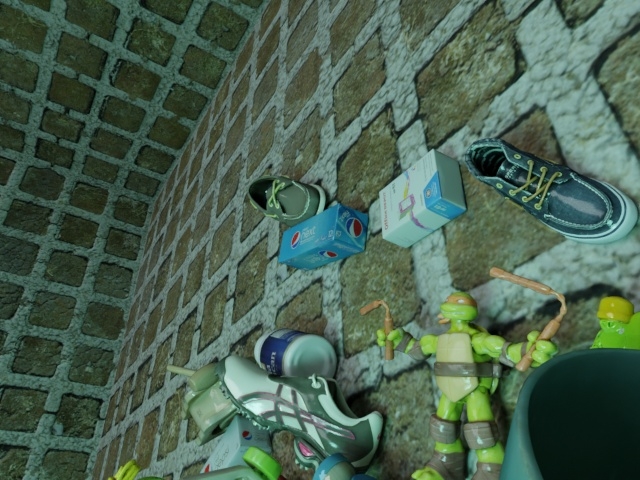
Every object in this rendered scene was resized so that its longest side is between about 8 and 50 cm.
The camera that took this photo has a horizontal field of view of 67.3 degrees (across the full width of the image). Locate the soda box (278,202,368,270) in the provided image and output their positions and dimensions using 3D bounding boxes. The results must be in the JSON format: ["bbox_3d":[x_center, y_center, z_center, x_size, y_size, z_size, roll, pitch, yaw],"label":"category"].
[{"bbox_3d":[0.000,0.000,0.905,0.210,0.067,0.071,-23,53,55],"label":"soda box"}]

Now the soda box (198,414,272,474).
[{"bbox_3d":[-0.176,0.444,0.940,0.216,0.069,0.074,-58,29,21],"label":"soda box"}]

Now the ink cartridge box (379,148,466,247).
[{"bbox_3d":[0.143,-0.057,0.696,0.122,0.052,0.088,-40,40,46],"label":"ink cartridge box"}]

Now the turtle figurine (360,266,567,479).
[{"bbox_3d":[0.144,0.149,0.524,0.270,0.087,0.217,-12,69,49],"label":"turtle figurine"}]

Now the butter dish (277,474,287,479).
[{"bbox_3d":[-0.091,0.421,0.744,0.160,0.160,0.118,-18,35,56],"label":"butter dish"}]

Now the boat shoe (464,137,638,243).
[{"bbox_3d":[0.227,-0.055,0.504,0.065,0.083,0.183,-64,28,13],"label":"boat shoe"}]

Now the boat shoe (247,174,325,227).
[{"bbox_3d":[-0.085,-0.093,1.096,0.305,0.091,0.109,22,92,63],"label":"boat shoe"}]

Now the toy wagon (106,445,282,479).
[{"bbox_3d":[-0.131,0.392,0.583,0.267,0.344,0.068,-51,12,-34],"label":"toy wagon"}]

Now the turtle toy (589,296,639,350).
[{"bbox_3d":[0.264,0.097,0.356,0.130,0.066,0.095,1,73,61],"label":"turtle toy"}]

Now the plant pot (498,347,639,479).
[{"bbox_3d":[0.191,0.221,0.191,0.293,0.293,0.235,-134,53,-60],"label":"plant pot"}]

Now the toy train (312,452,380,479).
[{"bbox_3d":[0.021,0.386,0.546,0.143,0.105,0.248,24,94,49],"label":"toy train"}]

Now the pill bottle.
[{"bbox_3d":[-0.053,0.203,0.840,0.169,0.094,0.094,-8,66,60],"label":"pill bottle"}]

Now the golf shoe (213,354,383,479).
[{"bbox_3d":[-0.034,0.233,0.704,0.273,0.105,0.120,31,91,24],"label":"golf shoe"}]

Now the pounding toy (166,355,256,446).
[{"bbox_3d":[-0.205,0.287,0.968,0.155,0.154,0.269,53,145,19],"label":"pounding toy"}]
